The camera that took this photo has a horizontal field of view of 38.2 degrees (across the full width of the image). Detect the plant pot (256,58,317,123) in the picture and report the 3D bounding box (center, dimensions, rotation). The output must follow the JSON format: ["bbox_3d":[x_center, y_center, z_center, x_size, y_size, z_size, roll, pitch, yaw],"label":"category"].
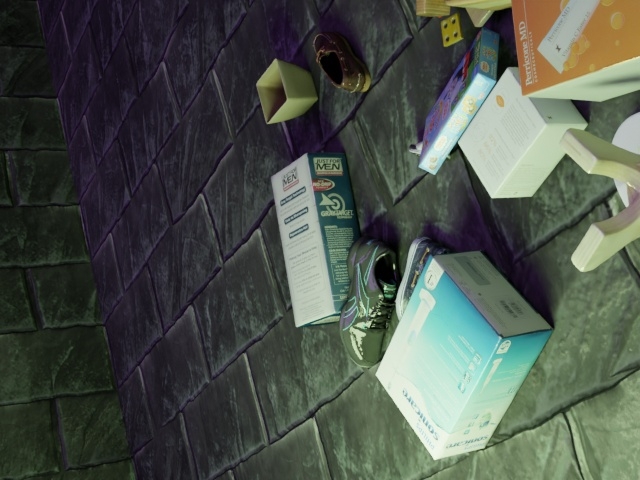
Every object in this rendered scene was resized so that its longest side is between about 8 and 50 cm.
[{"bbox_3d":[-0.070,-0.335,2.089,0.109,0.096,0.109,-41,59,52],"label":"plant pot"}]

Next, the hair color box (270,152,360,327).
[{"bbox_3d":[0.000,0.000,1.997,0.174,0.105,0.348,-26,71,55],"label":"hair color box"}]

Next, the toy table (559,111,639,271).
[{"bbox_3d":[0.448,-0.067,1.230,0.274,0.160,0.252,44,129,46],"label":"toy table"}]

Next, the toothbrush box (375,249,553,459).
[{"bbox_3d":[0.240,0.199,1.612,0.216,0.126,0.296,53,134,41],"label":"toothbrush box"}]

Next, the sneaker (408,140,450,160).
[{"bbox_3d":[0.208,-0.174,1.723,0.109,0.040,0.044,12,86,53],"label":"sneaker"}]

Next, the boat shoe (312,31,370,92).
[{"bbox_3d":[0.030,-0.383,1.951,0.207,0.073,0.073,53,136,43],"label":"boat shoe"}]

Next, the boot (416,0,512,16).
[{"bbox_3d":[0.240,-0.480,1.489,0.295,0.104,0.211,16,107,60],"label":"boot"}]

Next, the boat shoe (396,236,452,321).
[{"bbox_3d":[0.195,0.090,1.730,0.083,0.065,0.184,29,116,55],"label":"boat shoe"}]

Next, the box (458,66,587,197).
[{"bbox_3d":[0.321,-0.171,1.485,0.170,0.091,0.130,-59,45,43],"label":"box"}]

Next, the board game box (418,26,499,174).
[{"bbox_3d":[0.238,-0.239,1.586,0.160,0.039,0.212,-75,10,-49],"label":"board game box"}]

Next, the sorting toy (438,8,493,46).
[{"bbox_3d":[0.285,-0.447,1.561,0.274,0.046,0.132,-51,51,46],"label":"sorting toy"}]

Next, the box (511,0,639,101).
[{"bbox_3d":[0.433,-0.330,1.221,0.345,0.168,0.215,-13,82,58],"label":"box"}]

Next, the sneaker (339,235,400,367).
[{"bbox_3d":[0.102,0.127,1.852,0.106,0.101,0.268,8,100,55],"label":"sneaker"}]
